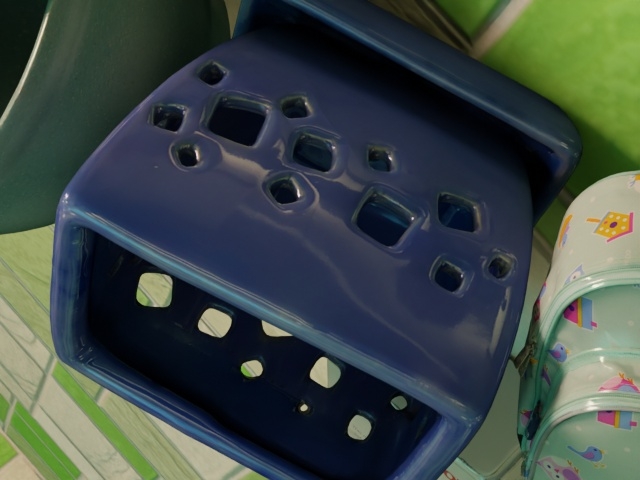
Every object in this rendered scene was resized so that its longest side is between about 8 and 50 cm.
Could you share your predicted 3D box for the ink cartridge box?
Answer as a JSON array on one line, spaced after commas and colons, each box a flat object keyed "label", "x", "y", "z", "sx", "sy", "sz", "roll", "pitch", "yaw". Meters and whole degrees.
[{"label": "ink cartridge box", "x": 0.088, "y": 0.155, "z": 1.047, "sx": 0.158, "sy": 0.092, "sz": 0.218, "roll": 38, "pitch": 155, "yaw": 24}]

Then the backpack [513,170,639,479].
[{"label": "backpack", "x": 0.182, "y": 0.062, "z": 0.684, "sx": 0.166, "sy": 0.144, "sz": 0.188, "roll": 13, "pitch": 135, "yaw": 13}]

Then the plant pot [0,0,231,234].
[{"label": "plant pot", "x": -0.184, "y": -0.133, "z": 0.896, "sx": 0.293, "sy": 0.293, "sz": 0.196, "roll": 25, "pitch": -173, "yaw": 42}]

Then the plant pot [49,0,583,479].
[{"label": "plant pot", "x": 0.000, "y": 0.000, "z": 0.786, "sx": 0.236, "sy": 0.212, "sz": 0.236, "roll": 29, "pitch": 154, "yaw": 3}]
